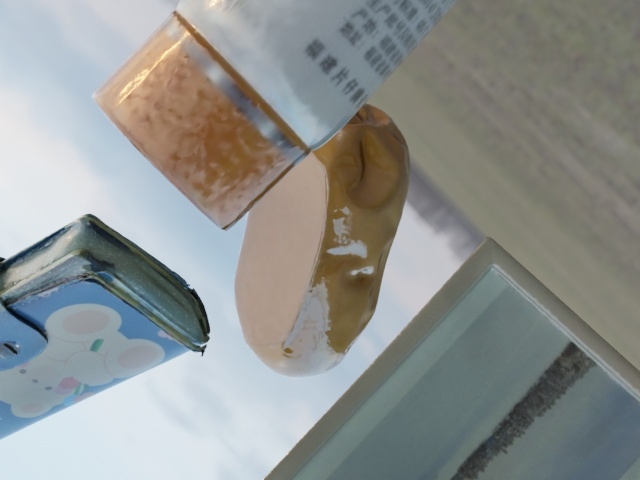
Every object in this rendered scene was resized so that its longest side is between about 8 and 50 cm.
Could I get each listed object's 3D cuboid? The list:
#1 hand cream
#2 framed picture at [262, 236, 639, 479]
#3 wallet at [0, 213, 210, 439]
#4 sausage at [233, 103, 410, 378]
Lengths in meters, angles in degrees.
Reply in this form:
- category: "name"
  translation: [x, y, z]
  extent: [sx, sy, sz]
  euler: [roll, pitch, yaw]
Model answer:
- category: "hand cream"
  translation: [0.041, -0.139, 0.826]
  extent: [0.089, 0.314, 0.140]
  euler: [48, 178, 9]
- category: "framed picture"
  translation: [0.094, 0.170, 1.287]
  extent: [0.213, 0.289, 0.016]
  euler: [43, 173, 11]
- category: "wallet"
  translation: [-0.190, 0.064, 1.250]
  extent: [0.141, 0.202, 0.059]
  euler: [40, -147, -47]
- category: "sausage"
  translation: [0.000, 0.000, 1.582]
  extent: [0.120, 0.241, 0.136]
  euler: [26, -162, 31]
